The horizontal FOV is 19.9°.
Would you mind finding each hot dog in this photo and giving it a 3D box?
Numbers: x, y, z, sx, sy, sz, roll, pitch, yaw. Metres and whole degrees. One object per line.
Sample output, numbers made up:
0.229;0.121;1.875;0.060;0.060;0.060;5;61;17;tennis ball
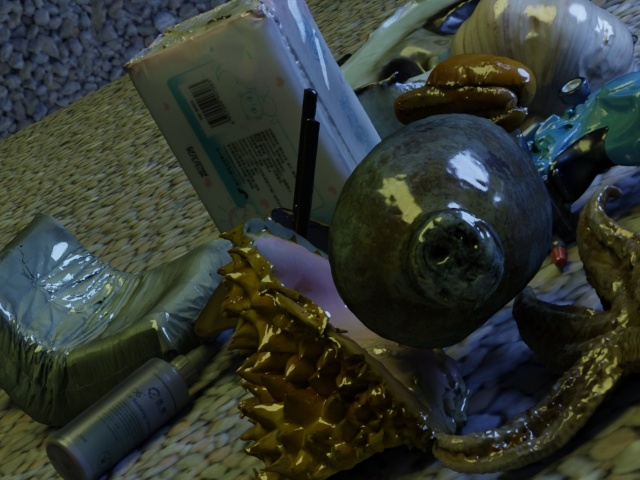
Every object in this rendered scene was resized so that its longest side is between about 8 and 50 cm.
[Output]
0.135;-0.132;1.705;0.060;0.090;0.140;5;5;-45;hot dog

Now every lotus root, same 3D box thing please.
0.084;-0.009;1.355;0.175;0.175;0.349;-25;1;11;lotus root

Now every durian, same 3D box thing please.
-0.009;0.068;1.450;0.185;0.196;0.305;-32;17;14;durian

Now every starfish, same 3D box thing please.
0.205;0.049;1.287;0.327;0.094;0.375;-52;8;-23;starfish

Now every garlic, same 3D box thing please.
0.198;-0.123;1.764;0.199;0.199;0.226;-12;48;46;garlic

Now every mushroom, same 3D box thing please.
0.126;-0.194;2.158;0.247;0.130;0.344;-15;22;28;mushroom

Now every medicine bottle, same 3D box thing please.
-0.165;0.151;1.692;0.199;0.058;0.057;-37;18;-32;medicine bottle

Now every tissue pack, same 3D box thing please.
-0.060;-0.127;1.988;0.201;0.271;0.124;-20;20;28;tissue pack

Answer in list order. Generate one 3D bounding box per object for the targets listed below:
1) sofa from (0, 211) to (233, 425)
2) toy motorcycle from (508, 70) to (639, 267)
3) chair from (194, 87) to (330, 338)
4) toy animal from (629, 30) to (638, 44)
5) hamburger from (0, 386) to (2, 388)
-0.216;0.057;1.854;0.225;0.176;0.210;-19;18;31;sofa
0.259;-0.085;1.595;0.272;0.124;0.182;-31;20;13;toy motorcycle
0.000;0.000;1.721;0.159;0.172;0.247;-96;25;-73;chair
0.250;-0.203;2.048;0.170;0.090;0.255;-27;18;-6;toy animal
-0.314;0.119;2.007;0.126;0.081;0.141;-23;4;11;hamburger
